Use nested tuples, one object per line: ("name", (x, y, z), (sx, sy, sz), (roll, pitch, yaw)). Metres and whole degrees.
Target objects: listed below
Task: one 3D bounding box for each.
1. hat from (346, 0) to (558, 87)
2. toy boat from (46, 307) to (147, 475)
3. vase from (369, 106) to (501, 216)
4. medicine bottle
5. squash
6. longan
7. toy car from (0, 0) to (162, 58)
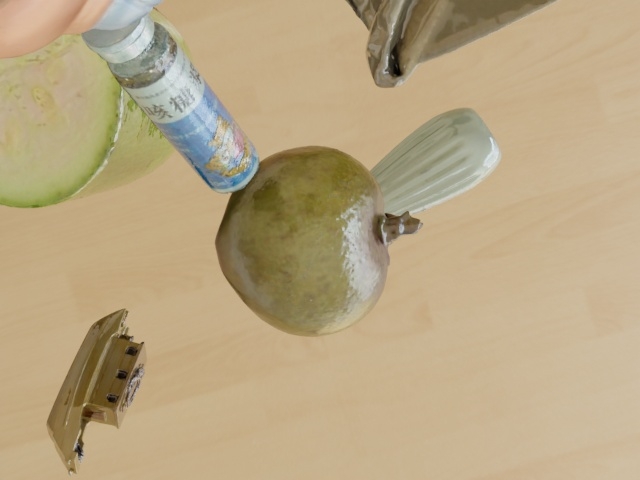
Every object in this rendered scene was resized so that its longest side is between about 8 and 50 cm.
("hat", (0.067, -0.218, 0.614), (0.245, 0.149, 0.214), (-20, 112, 20))
("toy boat", (-0.250, 0.171, 1.252), (0.077, 0.057, 0.200), (14, 53, 6))
("vase", (0.156, -0.105, 1.725), (0.248, 0.128, 0.128), (-31, 91, 5))
("medicine bottle", (-0.103, -0.101, 0.791), (0.051, 0.191, 0.051), (-11, 59, 19))
("squash", (-0.248, -0.162, 1.173), (0.210, 0.309, 0.233), (32, 106, 0))
("longan", (0.000, 0.000, 0.923), (0.176, 0.145, 0.154), (-2, 127, -1))
("toy car", (-0.144, -0.168, 0.411), (0.212, 0.270, 0.180), (29, 105, -22))
